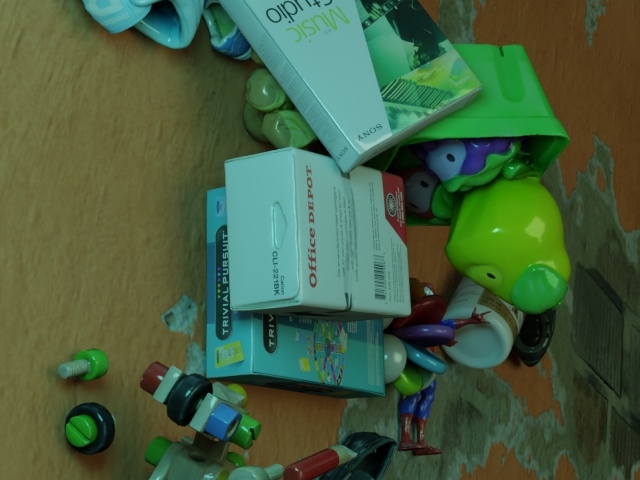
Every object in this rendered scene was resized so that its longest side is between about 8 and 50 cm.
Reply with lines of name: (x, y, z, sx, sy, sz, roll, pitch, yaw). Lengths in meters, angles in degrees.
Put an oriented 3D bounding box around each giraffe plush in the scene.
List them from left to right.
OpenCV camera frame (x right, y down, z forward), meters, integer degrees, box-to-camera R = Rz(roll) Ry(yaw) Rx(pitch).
giraffe plush: (-0.037, -0.191, 1.808, 0.210, 0.170, 0.181, 11, 79, -32)

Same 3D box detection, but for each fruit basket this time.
fruit basket: (0.215, -0.063, 1.907, 0.392, 0.283, 0.392, 179, -90, -79)

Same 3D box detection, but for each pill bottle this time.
pill bottle: (0.299, 0.107, 2.281, 0.131, 0.131, 0.229, 64, 36, -25)

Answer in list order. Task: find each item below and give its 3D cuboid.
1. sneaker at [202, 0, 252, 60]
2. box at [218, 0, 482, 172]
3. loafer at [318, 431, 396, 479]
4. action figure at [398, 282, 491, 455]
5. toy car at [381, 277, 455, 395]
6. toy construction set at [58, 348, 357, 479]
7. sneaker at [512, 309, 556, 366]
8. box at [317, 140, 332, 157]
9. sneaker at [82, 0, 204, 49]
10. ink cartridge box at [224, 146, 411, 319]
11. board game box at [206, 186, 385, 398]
sneaker: (-0.125, -0.352, 1.773, 0.081, 0.080, 0.211, -13, 92, -61)
box: (0.032, -0.270, 1.706, 0.232, 0.058, 0.322, -31, 82, -30)
loafer: (0.044, 0.354, 1.868, 0.223, 0.078, 0.076, -54, 127, -48)
action figure: (0.197, 0.198, 2.102, 0.091, 0.139, 0.280, 27, 58, -54)
toy car: (0.140, 0.143, 2.000, 0.159, 0.136, 0.182, 25, 49, -55)
toy construction set: (-0.103, 0.249, 1.481, 0.237, 0.309, 0.257, -7, 96, -63)
sneaker: (0.405, 0.117, 2.506, 0.106, 0.101, 0.267, 67, 31, -57)
box: (0.025, -0.179, 2.016, 0.137, 0.027, 0.094, 44, 49, -44)
sneaker: (-0.247, -0.330, 1.525, 0.366, 0.135, 0.150, 21, 61, -54)
ink cartridge box: (0.000, 0.000, 1.702, 0.273, 0.114, 0.197, 11, 73, -56)
board game box: (-0.029, 0.080, 1.820, 0.336, 0.079, 0.253, 18, 67, -55)
